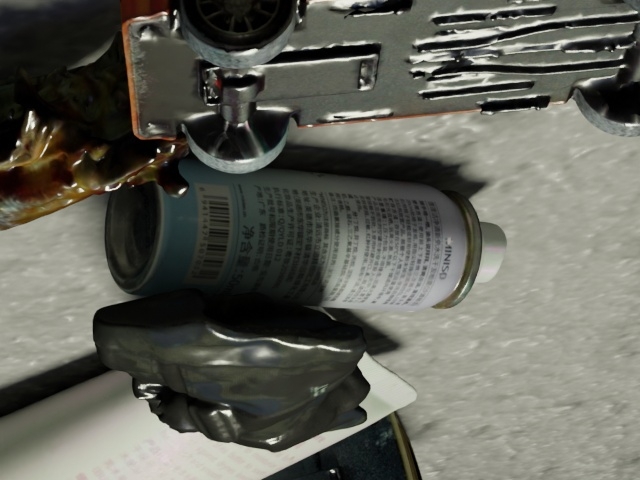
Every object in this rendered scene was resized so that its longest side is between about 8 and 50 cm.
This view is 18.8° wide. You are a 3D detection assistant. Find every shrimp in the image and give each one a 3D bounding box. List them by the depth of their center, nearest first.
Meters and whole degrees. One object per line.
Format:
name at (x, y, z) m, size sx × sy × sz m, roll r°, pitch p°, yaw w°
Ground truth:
shrimp at (-0.182, -0.057, 0.874) m, size 0.289 × 0.075 × 0.178 m, roll -11°, pitch 157°, yaw 35°

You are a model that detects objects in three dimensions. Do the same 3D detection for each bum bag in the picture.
bum bag at (-0.041, 0.076, 1.064) m, size 0.137 × 0.074 × 0.310 m, roll 0°, pitch 168°, yaw 2°

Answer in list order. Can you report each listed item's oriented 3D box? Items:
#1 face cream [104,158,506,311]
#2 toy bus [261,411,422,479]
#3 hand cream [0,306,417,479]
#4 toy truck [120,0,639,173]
face cream at (0.000, 0.000, 1.052) m, size 0.229 × 0.075 × 0.075 m, roll 6°, pitch 151°, yaw -31°
toy bus at (-0.062, 0.221, 1.450) m, size 0.289 × 0.139 × 0.157 m, roll -17°, pitch 160°, yaw 7°
hand cream at (-0.127, 0.139, 1.292) m, size 0.359 × 0.118 × 0.185 m, roll -25°, pitch 144°, yaw 15°
toy truck at (0.044, -0.107, 0.786) m, size 0.253 × 0.114 × 0.107 m, roll -6°, pitch 155°, yaw -6°
